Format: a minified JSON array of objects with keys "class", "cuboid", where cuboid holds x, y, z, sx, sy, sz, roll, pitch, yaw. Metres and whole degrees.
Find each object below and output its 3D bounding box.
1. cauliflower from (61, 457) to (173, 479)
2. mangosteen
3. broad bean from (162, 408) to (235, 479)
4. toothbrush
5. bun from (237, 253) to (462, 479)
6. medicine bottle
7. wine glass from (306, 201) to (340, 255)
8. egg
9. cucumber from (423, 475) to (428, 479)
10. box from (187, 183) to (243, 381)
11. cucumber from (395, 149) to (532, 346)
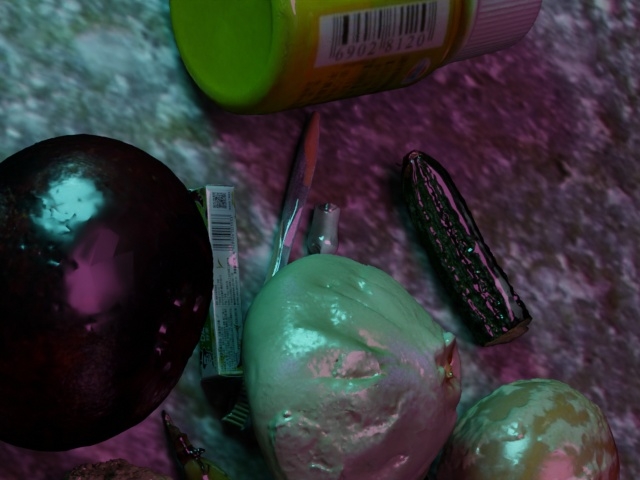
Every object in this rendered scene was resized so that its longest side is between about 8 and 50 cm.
[{"class":"cauliflower","cuboid":[-0.181,0.368,1.723,0.250,0.275,0.272,-21,129,-2]},{"class":"mangosteen","cuboid":[-0.247,0.047,1.688,0.297,0.293,0.297,-1,91,-60]},{"class":"broad bean","cuboid":[-0.042,0.293,1.892,0.325,0.067,0.075,33,86,-19]},{"class":"toothbrush","cuboid":[-0.045,0.028,1.974,0.037,0.028,0.375,23,68,-22]},{"class":"bun","cuboid":[0.053,0.146,1.872,0.293,0.187,0.293,41,39,-45]},{"class":"medicine bottle","cuboid":[0.045,-0.271,1.977,0.384,0.224,0.224,-15,90,-36]},{"class":"wine glass","cuboid":[0.000,0.000,2.008,0.039,0.042,0.083,51,42,-64]},{"class":"egg","cuboid":[0.228,0.269,2.016,0.203,0.203,0.245,41,63,-22]},{"class":"cucumber","cuboid":[0.084,0.349,1.981,0.069,0.069,0.227,15,75,-33]},{"class":"box","cuboid":[-0.110,0.045,1.910,0.041,0.050,0.207,0,81,-33]},{"class":"cucumber","cuboid":[0.160,0.012,2.099,0.077,0.077,0.265,-37,101,-35]}]
